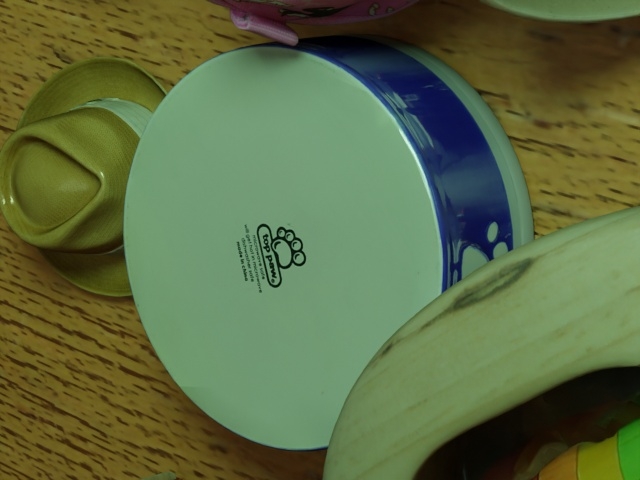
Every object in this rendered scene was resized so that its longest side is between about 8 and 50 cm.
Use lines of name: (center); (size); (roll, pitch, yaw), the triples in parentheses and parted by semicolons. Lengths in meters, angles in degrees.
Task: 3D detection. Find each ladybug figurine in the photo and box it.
ladybug figurine: (0.195, 0.117, 0.941); (0.449, 0.162, 0.305); (-29, 99, 41)

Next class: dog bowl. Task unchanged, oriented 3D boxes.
dog bowl: (0.000, 0.000, 1.132); (0.265, 0.104, 0.264); (7, 102, 36)

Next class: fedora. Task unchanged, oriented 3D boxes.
fedora: (-0.177, -0.043, 1.276); (0.194, 0.079, 0.194); (7, 102, 36)

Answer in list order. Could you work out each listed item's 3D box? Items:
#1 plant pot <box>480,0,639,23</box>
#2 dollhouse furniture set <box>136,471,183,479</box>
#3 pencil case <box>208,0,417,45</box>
plant pot: (0.149, -0.296, 0.905); (0.256, 0.256, 0.274); (-36, 59, 36)
dollhouse furniture set: (-0.087, 0.223, 1.159); (0.259, 0.262, 0.135); (152, 104, -69)
pencil case: (-0.015, -0.317, 1.017); (0.160, 0.167, 0.386); (-6, 79, -6)
